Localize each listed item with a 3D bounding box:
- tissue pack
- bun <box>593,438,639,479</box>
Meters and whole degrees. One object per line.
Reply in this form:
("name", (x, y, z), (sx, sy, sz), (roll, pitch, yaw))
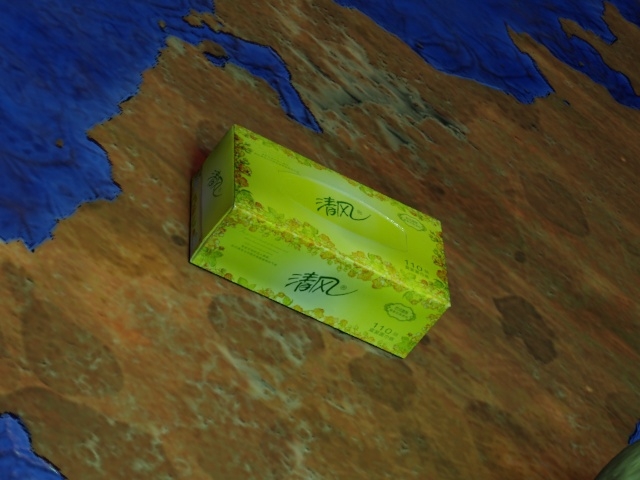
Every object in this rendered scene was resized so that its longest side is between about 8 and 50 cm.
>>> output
("tissue pack", (0.000, 0.000, 1.372), (0.176, 0.062, 0.095), (26, 34, -21))
("bun", (0.267, 0.281, 1.163), (0.364, 0.202, 0.364), (25, 42, -24))
